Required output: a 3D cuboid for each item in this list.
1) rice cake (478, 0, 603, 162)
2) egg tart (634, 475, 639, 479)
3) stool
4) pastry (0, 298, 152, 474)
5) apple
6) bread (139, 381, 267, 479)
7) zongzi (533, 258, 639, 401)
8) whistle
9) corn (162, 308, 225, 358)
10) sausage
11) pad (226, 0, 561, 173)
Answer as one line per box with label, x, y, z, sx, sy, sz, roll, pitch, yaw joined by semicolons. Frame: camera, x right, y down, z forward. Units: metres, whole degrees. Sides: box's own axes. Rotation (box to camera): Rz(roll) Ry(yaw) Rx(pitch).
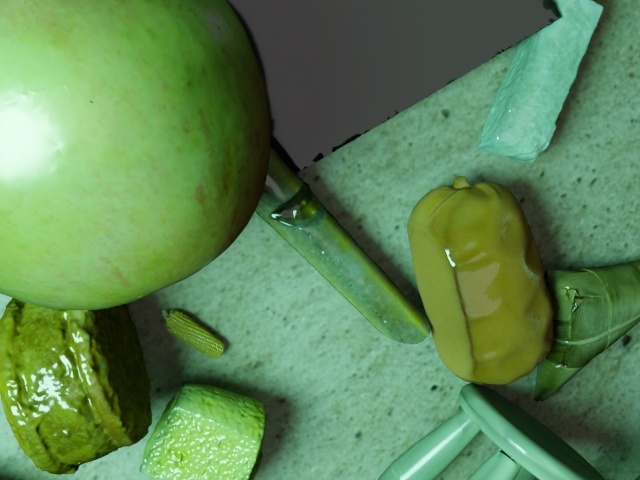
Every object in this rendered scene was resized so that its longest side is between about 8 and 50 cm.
rice cake;0.248;-0.187;0.818;0.069;0.063;0.206;23;96;-10
egg tart;0.486;0.397;0.958;0.315;0.120;0.315;-3;101;-14
stool;0.194;0.297;0.833;0.195;0.195;0.198;34;93;-17
pastry;-0.237;0.125;0.710;0.103;0.189;0.188;-16;104;-4
apple;-0.200;-0.092;0.611;0.319;0.319;0.277;-18;107;-9
bread;-0.122;0.218;0.792;0.114;0.111;0.129;27;96;-12
zongzi;0.345;0.113;0.897;0.160;0.078;0.176;-6;112;-12
whistle;0.001;-0.001;0.799;0.326;0.068;0.057;46;67;-18
corn;-0.143;0.103;0.808;0.083;0.028;0.027;38;85;-20
sausage;0.180;0.046;0.820;0.136;0.120;0.241;-27;105;-21
pad;0.039;-0.248;0.759;0.367;0.007;0.247;-30;106;4
